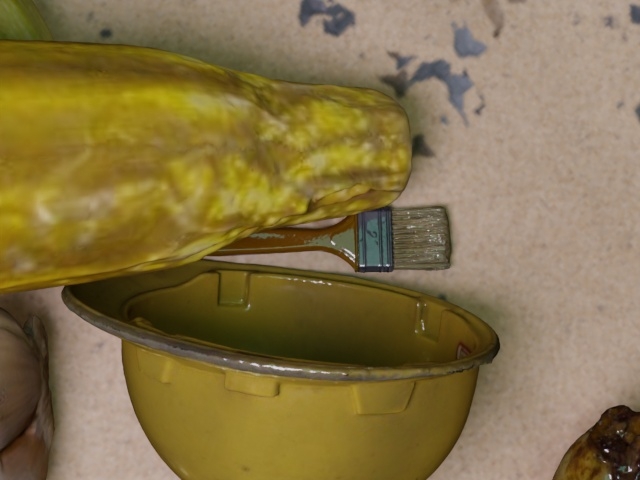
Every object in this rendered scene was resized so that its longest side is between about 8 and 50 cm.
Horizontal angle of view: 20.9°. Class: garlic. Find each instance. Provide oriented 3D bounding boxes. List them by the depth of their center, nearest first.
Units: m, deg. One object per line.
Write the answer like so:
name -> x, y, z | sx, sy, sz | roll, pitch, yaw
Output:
garlic -> -0.209, 0.107, 1.023 | 0.099, 0.124, 0.174 | -5, 130, -4

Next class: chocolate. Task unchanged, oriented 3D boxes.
chocolate -> -0.143, -0.040, 0.975 | 0.446, 0.162, 0.162 | -3, 86, -30

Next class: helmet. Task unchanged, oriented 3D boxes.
helmet -> -0.026, 0.101, 1.031 | 0.257, 0.205, 0.140 | 7, 103, 13

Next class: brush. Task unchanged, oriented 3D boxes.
brush -> 0.000, 0.000, 1.117 | 0.170, 0.014, 0.043 | -1, 82, -5

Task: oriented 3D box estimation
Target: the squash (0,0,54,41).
squash -> -0.228, -0.152, 1.052 | 0.287, 0.137, 0.137 | 40, 83, -6

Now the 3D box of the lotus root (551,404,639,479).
lotus root -> 0.189, 0.229, 1.081 | 0.110, 0.097, 0.258 | 2, 93, 1
